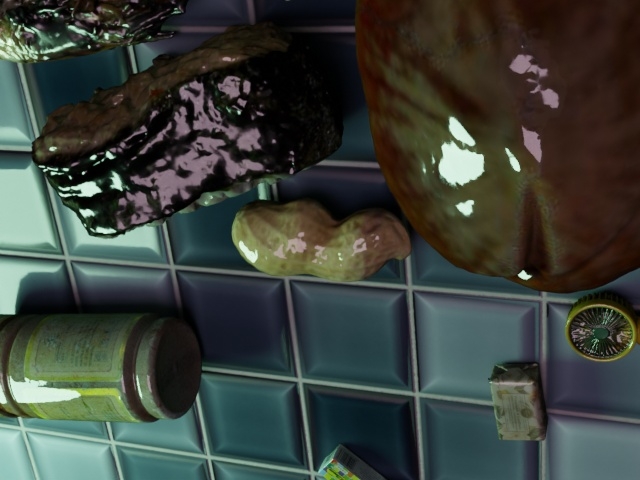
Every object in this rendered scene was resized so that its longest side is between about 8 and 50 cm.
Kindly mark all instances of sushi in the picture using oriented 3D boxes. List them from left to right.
[{"bbox_3d":[-0.147,-0.128,1.154,0.350,0.211,0.170,-17,106,22],"label":"sushi"}]

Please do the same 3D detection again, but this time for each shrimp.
[{"bbox_3d":[-0.333,-0.298,1.167,0.365,0.071,0.233,0,142,20],"label":"shrimp"}]

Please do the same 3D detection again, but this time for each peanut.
[{"bbox_3d":[0.000,0.000,1.237,0.228,0.085,0.104,7,117,16],"label":"peanut"}]

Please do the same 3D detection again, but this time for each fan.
[{"bbox_3d":[0.365,0.103,1.181,0.155,0.039,0.082,6,119,17],"label":"fan"}]

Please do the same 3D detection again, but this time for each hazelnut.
[{"bbox_3d":[0.201,-0.149,0.938,0.359,0.359,0.409,-4,108,23],"label":"hazelnut"}]

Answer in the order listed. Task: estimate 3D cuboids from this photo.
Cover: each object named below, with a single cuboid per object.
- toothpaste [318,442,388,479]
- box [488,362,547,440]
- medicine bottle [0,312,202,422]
[{"bbox_3d":[0.075,0.355,1.442,0.164,0.034,0.046,39,128,-3],"label":"toothpaste"},{"bbox_3d":[0.250,0.204,1.281,0.062,0.045,0.098,-5,115,23],"label":"box"},{"bbox_3d":[-0.339,0.177,1.430,0.323,0.151,0.151,-2,117,22],"label":"medicine bottle"}]
